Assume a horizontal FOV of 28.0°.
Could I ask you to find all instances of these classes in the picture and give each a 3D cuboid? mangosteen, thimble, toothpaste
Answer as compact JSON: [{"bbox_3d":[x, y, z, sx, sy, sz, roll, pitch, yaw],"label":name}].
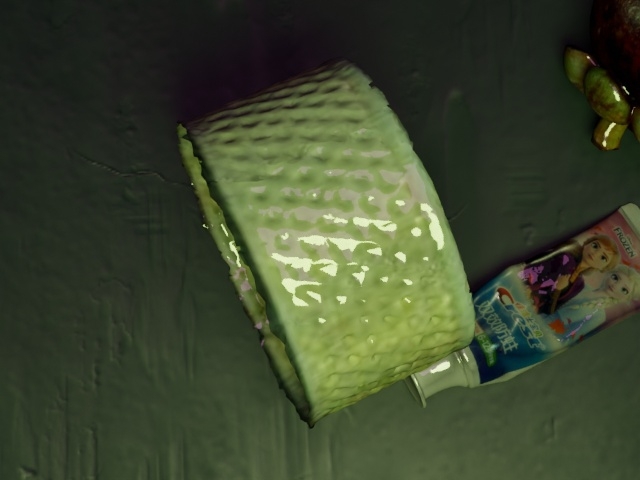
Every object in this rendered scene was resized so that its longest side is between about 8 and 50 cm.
[{"bbox_3d":[0.301,-0.160,1.112,0.200,0.200,0.200,0,80,-1],"label":"mangosteen"},{"bbox_3d":[0.000,0.000,1.020,0.150,0.271,0.271,-25,82,-8],"label":"thimble"},{"bbox_3d":[0.191,0.060,1.123,0.266,0.061,0.096,-27,70,-10],"label":"toothpaste"}]
